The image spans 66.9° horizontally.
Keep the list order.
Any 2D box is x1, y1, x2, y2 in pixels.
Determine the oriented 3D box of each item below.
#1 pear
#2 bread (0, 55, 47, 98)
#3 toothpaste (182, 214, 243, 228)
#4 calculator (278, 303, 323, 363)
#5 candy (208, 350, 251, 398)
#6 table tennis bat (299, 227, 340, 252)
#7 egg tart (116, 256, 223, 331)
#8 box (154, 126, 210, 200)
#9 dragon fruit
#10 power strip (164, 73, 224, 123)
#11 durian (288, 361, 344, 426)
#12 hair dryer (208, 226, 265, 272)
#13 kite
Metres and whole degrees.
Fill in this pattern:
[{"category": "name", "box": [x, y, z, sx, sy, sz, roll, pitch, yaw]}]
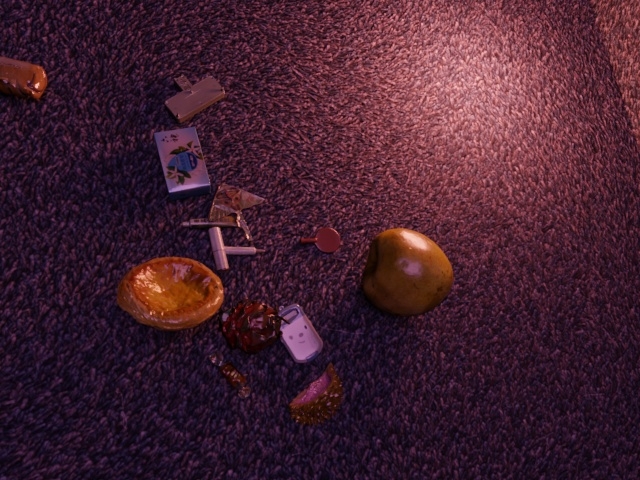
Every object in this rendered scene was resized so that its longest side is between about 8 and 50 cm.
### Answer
[{"category": "pear", "box": [0.301, 0.111, 1.654, 0.304, 0.304, 0.303, 4, 73, -13]}, {"category": "bread", "box": [-1.047, -0.548, 1.629, 0.225, 0.081, 0.134, 12, 66, -8]}, {"category": "toothpaste", "box": [-0.372, -0.061, 1.677, 0.204, 0.031, 0.049, -4, 70, -18]}, {"category": "calculator", "box": [-0.082, 0.311, 1.633, 0.121, 0.039, 0.210, -29, 82, -22]}, {"category": "candy", "box": [-0.286, 0.425, 1.543, 0.053, 0.046, 0.182, -41, 89, -19]}, {"category": "table tennis bat", "box": [0.000, 0.000, 1.758, 0.155, 0.019, 0.097, -2, 75, -17]}, {"category": "egg tart", "box": [-0.464, 0.179, 1.506, 0.319, 0.128, 0.318, 13, 37, -10]}, {"category": "box", "box": [-0.479, -0.268, 1.685, 0.143, 0.083, 0.232, -14, 79, -16]}, {"category": "dragon fruit", "box": [-0.219, 0.272, 1.541, 0.189, 0.182, 0.182, 6, 65, 34]}, {"category": "power strip", "box": [-0.479, -0.543, 1.779, 0.216, 0.061, 0.145, -39, 87, -22]}, {"category": "durian", "box": [-0.001, 0.508, 1.570, 0.183, 0.165, 0.132, -18, 36, -41]}, {"category": "hair dryer", "box": [-0.282, 0.020, 1.675, 0.183, 0.044, 0.154, -11, 78, -22]}, {"category": "kite", "box": [-0.290, -0.106, 1.705, 0.230, 0.012, 0.250, -22, 73, -26]}]
